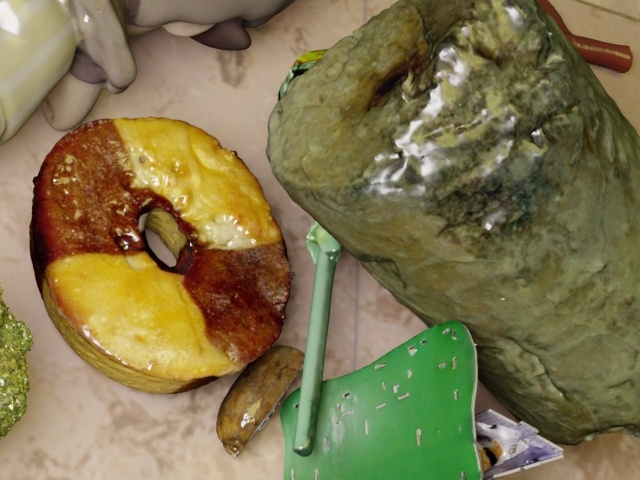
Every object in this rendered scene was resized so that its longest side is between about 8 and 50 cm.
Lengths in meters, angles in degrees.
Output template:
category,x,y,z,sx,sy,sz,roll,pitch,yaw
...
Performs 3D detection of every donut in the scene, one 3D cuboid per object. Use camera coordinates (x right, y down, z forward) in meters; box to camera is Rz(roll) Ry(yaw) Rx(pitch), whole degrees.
category,x,y,z,sx,sy,sz,roll,pitch,yaw
donut,-0.104,0.014,1.071,0.166,0.073,0.184,-18,71,-33

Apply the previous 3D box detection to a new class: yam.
category,x,y,z,sx,sy,sz,roll,pitch,yaw
yam,0.114,-0.024,1.068,0.300,0.195,0.195,45,46,-35

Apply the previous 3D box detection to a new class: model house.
category,x,y,z,sx,sy,sz,roll,pitch,yaw
model house,0.063,0.132,1.053,0.088,0.167,0.117,23,51,-38

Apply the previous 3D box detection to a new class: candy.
category,x,y,z,sx,sy,sz,roll,pitch,yaw
candy,0.000,0.000,1.113,0.091,0.083,0.305,55,33,-46

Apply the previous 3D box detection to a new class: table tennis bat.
category,x,y,z,sx,sy,sz,roll,pitch,yaw
table tennis bat,0.174,-0.158,1.349,0.154,0.019,0.098,11,58,-19

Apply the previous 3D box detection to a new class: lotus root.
category,x,y,z,sx,sy,sz,roll,pitch,yaw
lotus root,-0.040,0.095,1.080,0.030,0.037,0.083,37,52,-3

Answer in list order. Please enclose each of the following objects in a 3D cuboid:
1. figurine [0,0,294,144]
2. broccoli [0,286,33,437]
category,x,y,z,sx,sy,sz,roll,pitch,yaw
figurine,-0.130,-0.202,1.100,0.248,0.203,0.380,46,53,-2
broccoli,-0.219,0.067,0.962,0.131,0.130,0.120,16,7,13
